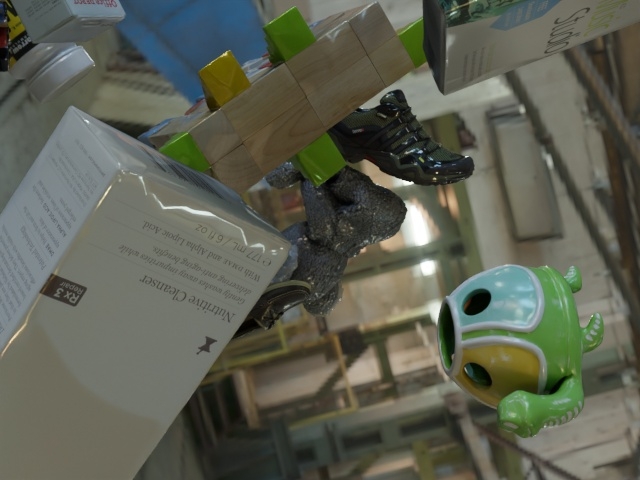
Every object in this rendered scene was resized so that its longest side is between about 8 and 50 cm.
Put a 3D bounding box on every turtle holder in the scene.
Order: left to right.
[{"bbox_3d":[0.320,0.191,1.846,0.243,0.228,0.320,110,-19,-63],"label":"turtle holder"}]

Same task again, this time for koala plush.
[{"bbox_3d":[0.000,0.000,1.654,0.203,0.221,0.196,26,-5,35],"label":"koala plush"}]

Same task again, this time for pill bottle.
[{"bbox_3d":[-0.429,-0.310,1.620,0.208,0.119,0.119,53,1,-7],"label":"pill bottle"}]

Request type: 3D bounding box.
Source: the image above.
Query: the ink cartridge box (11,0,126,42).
[{"bbox_3d":[-0.333,-0.334,1.371,0.175,0.072,0.127,63,23,0],"label":"ink cartridge box"}]

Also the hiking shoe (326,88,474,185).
[{"bbox_3d":[0.112,-0.150,1.561,0.086,0.227,0.114,-58,163,-72],"label":"hiking shoe"}]

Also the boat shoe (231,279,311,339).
[{"bbox_3d":[-0.079,0.101,1.540,0.056,0.152,0.049,41,31,-49],"label":"boat shoe"}]

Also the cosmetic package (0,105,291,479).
[{"bbox_3d":[-0.236,0.094,1.075,0.217,0.385,0.156,25,11,-39],"label":"cosmetic package"}]

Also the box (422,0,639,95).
[{"bbox_3d":[0.235,-0.216,0.859,0.232,0.322,0.058,44,24,-81],"label":"box"}]

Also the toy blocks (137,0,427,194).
[{"bbox_3d":[-0.067,-0.174,1.427,0.190,0.381,0.261,58,-17,-15],"label":"toy blocks"}]

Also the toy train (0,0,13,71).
[{"bbox_3d":[-0.358,-0.232,1.239,0.158,0.027,0.036,118,-31,-66],"label":"toy train"}]
